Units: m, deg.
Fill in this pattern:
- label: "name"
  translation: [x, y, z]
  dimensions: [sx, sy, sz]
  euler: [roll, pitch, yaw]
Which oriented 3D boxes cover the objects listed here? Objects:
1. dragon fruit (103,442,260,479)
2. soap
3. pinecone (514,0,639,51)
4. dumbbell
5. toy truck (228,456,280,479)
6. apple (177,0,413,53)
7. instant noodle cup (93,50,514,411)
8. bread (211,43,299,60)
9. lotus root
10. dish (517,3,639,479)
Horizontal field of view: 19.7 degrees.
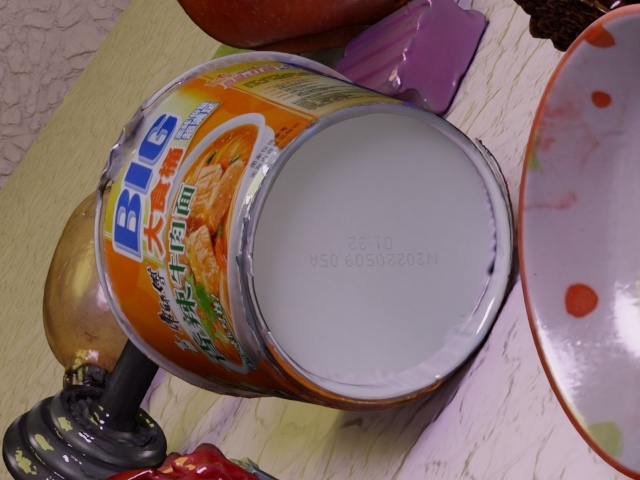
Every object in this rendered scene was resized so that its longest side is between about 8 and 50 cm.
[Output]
- label: "dragon fruit"
  translation: [-0.106, 0.286, 1.274]
  dimensions: [0.234, 0.234, 0.293]
  euler: [-27, 31, 60]
- label: "soap"
  translation: [0.072, -0.162, 1.796]
  dimensions: [0.122, 0.065, 0.203]
  euler: [-64, 18, -19]
- label: "pinecone"
  translation: [0.223, -0.202, 1.269]
  dimensions: [0.165, 0.163, 0.163]
  euler: [-61, 17, -8]
- label: "dumbbell"
  translation: [-0.168, 0.104, 1.764]
  dimensions: [0.406, 0.179, 0.179]
  euler: [-63, 15, 16]
- label: "toy truck"
  translation: [-0.091, 0.256, 1.519]
  dimensions: [0.169, 0.077, 0.100]
  euler: [-58, 19, 6]
- label: "apple"
  translation: [-0.009, -0.342, 1.920]
  dimensions: [0.348, 0.348, 0.277]
  euler: [166, 95, -67]
- label: "instant noodle cup"
  translation: [0.000, 0.000, 1.404]
  dimensions: [0.296, 0.296, 0.214]
  euler: [-61, 27, -8]
- label: "bread"
  translation: [-0.032, -0.280, 2.213]
  dimensions: [0.301, 0.045, 0.301]
  euler: [-38, 16, 13]
- label: "lotus root"
  translation: [-0.239, 0.074, 2.119]
  dimensions: [0.183, 0.183, 0.310]
  euler: [-36, 34, 52]
- label: "dish"
  translation: [0.208, 0.001, 1.010]
  dimensions: [0.260, 0.085, 0.260]
  euler: [177, 90, -66]
